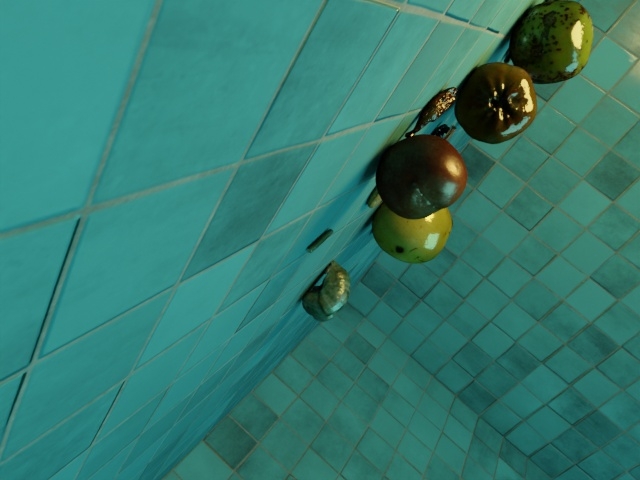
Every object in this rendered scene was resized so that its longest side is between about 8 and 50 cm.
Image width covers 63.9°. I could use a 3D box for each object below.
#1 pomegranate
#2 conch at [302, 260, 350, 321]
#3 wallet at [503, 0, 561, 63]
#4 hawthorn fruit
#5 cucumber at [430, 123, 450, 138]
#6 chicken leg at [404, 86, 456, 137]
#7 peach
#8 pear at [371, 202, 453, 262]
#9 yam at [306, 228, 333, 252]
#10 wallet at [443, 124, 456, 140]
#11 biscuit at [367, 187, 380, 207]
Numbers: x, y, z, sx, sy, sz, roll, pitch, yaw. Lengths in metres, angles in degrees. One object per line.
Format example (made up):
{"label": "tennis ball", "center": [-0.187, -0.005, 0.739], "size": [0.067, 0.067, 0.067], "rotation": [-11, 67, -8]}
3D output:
{"label": "pomegranate", "center": [0.827, -0.710, 1.805], "size": [0.341, 0.285, 0.285], "rotation": [-41, 167, -34]}
{"label": "conch", "center": [0.023, 0.234, 2.146], "size": [0.220, 0.195, 0.277], "rotation": [-92, -173, -62]}
{"label": "wallet", "center": [0.880, -0.868, 2.031], "size": [0.342, 0.075, 0.237], "rotation": [-47, 173, -16]}
{"label": "hawthorn fruit", "center": [0.600, -0.468, 1.774], "size": [0.268, 0.268, 0.301], "rotation": [-53, 172, 17]}
{"label": "cucumber", "center": [0.420, -0.369, 1.932], "size": [0.181, 0.053, 0.053], "rotation": [-52, 171, -2]}
{"label": "chicken leg", "center": [0.329, -0.375, 1.489], "size": [0.219, 0.048, 0.089], "rotation": [-46, 167, -19]}
{"label": "peach", "center": [0.275, -0.178, 1.433], "size": [0.252, 0.252, 0.252], "rotation": [-48, 170, -11]}
{"label": "pear", "center": [0.397, -0.067, 2.207], "size": [0.348, 0.348, 0.348], "rotation": [-48, 170, -11]}
{"label": "yam", "center": [0.000, 0.000, 1.522], "size": [0.116, 0.021, 0.021], "rotation": [-41, 167, -36]}
{"label": "wallet", "center": [0.512, -0.397, 2.272], "size": [0.222, 0.036, 0.167], "rotation": [-45, 170, -26]}
{"label": "biscuit", "center": [0.239, -0.199, 1.808], "size": [0.220, 0.033, 0.220], "rotation": [-47, 169, -12]}
